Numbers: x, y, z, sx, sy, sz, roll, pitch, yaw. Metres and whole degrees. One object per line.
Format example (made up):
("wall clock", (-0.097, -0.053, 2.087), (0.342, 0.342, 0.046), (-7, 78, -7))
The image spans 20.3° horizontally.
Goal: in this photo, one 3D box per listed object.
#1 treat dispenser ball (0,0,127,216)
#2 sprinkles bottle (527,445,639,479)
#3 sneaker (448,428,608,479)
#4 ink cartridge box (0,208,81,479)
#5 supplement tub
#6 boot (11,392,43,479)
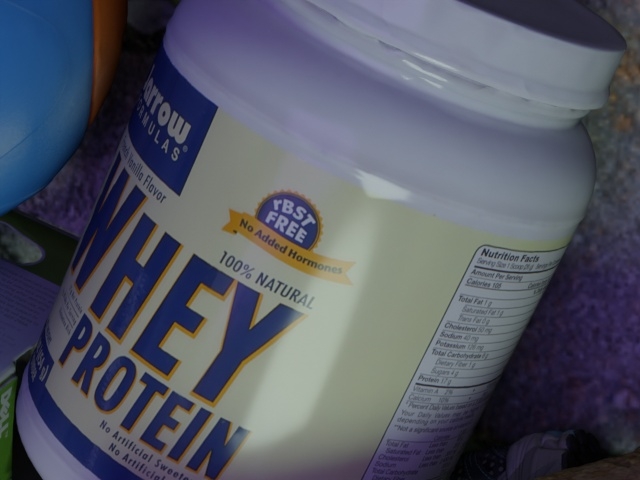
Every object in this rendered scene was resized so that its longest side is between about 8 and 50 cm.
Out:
("treat dispenser ball", (-0.253, -0.136, 1.000), (0.288, 0.288, 0.288), (4, 100, 23))
("sprinkles bottle", (0.069, 0.183, 0.856), (0.355, 0.121, 0.121), (-14, 94, -17))
("sneaker", (0.112, 0.251, 1.002), (0.122, 0.110, 0.283), (-9, 76, 33))
("ink cartridge box", (-0.256, 0.073, 1.075), (0.189, 0.255, 0.097), (23, 127, 19))
("supplement tub", (0.000, 0.000, 0.942), (0.235, 0.235, 0.325), (30, 109, 16))
("boot", (-0.156, 0.166, 1.128), (0.305, 0.112, 0.115), (14, 138, 13))
